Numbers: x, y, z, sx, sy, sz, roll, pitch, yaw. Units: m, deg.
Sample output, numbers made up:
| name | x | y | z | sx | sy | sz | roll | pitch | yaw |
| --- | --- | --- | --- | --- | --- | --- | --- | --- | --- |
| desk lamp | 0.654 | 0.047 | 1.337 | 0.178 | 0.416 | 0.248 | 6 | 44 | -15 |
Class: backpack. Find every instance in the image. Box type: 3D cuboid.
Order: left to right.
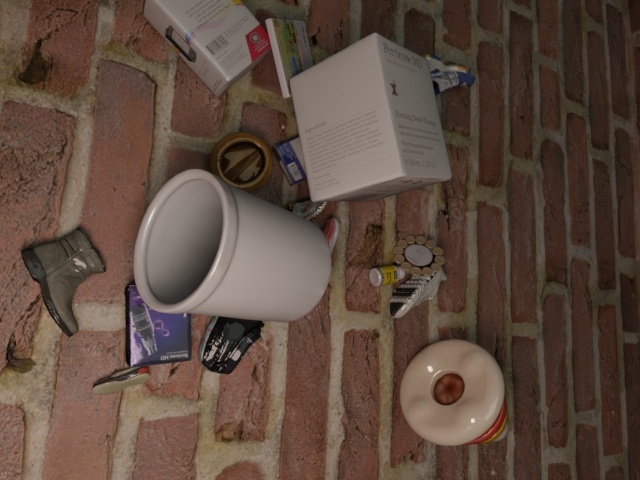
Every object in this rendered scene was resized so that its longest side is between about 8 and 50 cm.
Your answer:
| name | x | y | z | sx | sy | sz | roll | pitch | yaw |
| --- | --- | --- | --- | --- | --- | --- | --- | --- | --- |
| backpack | -0.260 | 0.281 | 1.246 | 0.152 | 0.115 | 0.181 | 27 | 72 | -10 |

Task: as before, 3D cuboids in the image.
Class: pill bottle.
| name | x | y | z | sx | sy | sz | roll | pitch | yaw |
| --- | --- | --- | --- | --- | --- | --- | --- | --- | --- |
| pill bottle | 0.232 | 0.119 | 1.553 | 0.117 | 0.065 | 0.065 | -8 | 87 | -29 |

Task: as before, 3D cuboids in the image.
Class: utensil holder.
| name | x | y | z | sx | sy | sz | roll | pitch | yaw |
| --- | --- | --- | --- | --- | --- | --- | --- | --- | --- |
| utensil holder | -0.202 | 0.040 | 1.126 | 0.386 | 0.328 | 0.327 | 22 | 72 | -49 |

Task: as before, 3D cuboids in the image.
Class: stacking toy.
| name | x | y | z | sx | sy | sz | roll | pitch | yaw |
| --- | --- | --- | --- | --- | --- | --- | --- | --- | --- |
| stacking toy | 0.527 | 0.594 | 1.554 | 0.480 | 0.351 | 0.350 | 46 | 64 | -34 |

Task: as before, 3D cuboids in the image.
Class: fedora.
| name | x | y | z | sx | sy | sz | roll | pitch | yaw |
| --- | --- | --- | --- | --- | --- | --- | --- | --- | --- |
| fedora | -0.239 | -0.228 | 1.344 | 0.195 | 0.079 | 0.194 | 1 | 87 | -23 |

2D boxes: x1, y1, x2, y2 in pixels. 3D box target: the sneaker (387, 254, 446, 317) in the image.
| name | x | y | z | sx | sy | sz | roll | pitch | yaw |
| --- | --- | --- | --- | --- | --- | --- | --- | --- | --- |
| sneaker | 0.353 | 0.180 | 1.592 | 0.292 | 0.110 | 0.118 | -44 | 113 | -25 |

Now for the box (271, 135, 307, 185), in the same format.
| name | x | y | z | sx | sy | sz | roll | pitch | yaw |
| --- | --- | --- | --- | --- | --- | --- | --- | --- | --- |
| box | -0.036 | -0.285 | 1.481 | 0.225 | 0.037 | 0.136 | -30 | 98 | -28 |

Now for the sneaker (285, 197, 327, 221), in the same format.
| name | x | y | z | sx | sy | sz | roll | pitch | yaw |
| --- | --- | --- | --- | --- | --- | --- | --- | --- | --- |
| sneaker | -0.056 | -0.099 | 1.418 | 0.092 | 0.088 | 0.225 | 49 | 65 | -13 |

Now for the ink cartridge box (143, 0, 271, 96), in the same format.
| name | x | y | z | sx | sy | sz | roll | pitch | yaw |
| --- | --- | --- | --- | --- | --- | --- | --- | --- | --- |
| ink cartridge box | -0.323 | -0.623 | 1.323 | 0.306 | 0.131 | 0.226 | 47 | 65 | -14 |

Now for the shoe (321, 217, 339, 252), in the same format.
| name | x | y | z | sx | sy | sz | roll | pitch | yaw |
| --- | --- | --- | --- | --- | --- | --- | --- | --- | --- |
| shoe | 0.000 | 0.000 | 1.447 | 0.081 | 0.064 | 0.177 | 21 | 78 | -29 |

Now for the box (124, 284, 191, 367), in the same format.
| name | x | y | z | sx | sy | sz | roll | pitch | yaw |
| --- | --- | --- | --- | --- | --- | --- | --- | --- | --- |
| box | -0.424 | 0.216 | 1.171 | 0.153 | 0.108 | 0.206 | -1 | 83 | -28 |

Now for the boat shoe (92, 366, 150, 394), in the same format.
| name | x | y | z | sx | sy | sz | roll | pitch | yaw |
| --- | --- | --- | --- | --- | --- | --- | --- | --- | --- |
| boat shoe | -0.509 | 0.354 | 1.147 | 0.137 | 0.049 | 0.043 | -12 | 47 | -26 |

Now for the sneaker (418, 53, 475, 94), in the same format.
| name | x | y | z | sx | sy | sz | roll | pitch | yaw |
| --- | --- | --- | --- | --- | --- | --- | --- | --- | --- |
| sneaker | 0.481 | -0.635 | 1.777 | 0.297 | 0.112 | 0.130 | 6 | 98 | -25 |

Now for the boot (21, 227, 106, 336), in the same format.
| name | x | y | z | sx | sy | sz | roll | pitch | yaw |
| --- | --- | --- | --- | --- | --- | --- | --- | --- | --- |
| boot | -0.607 | 0.100 | 1.111 | 0.161 | 0.084 | 0.246 | -26 | 97 | -34 |

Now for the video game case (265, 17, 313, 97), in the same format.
| name | x | y | z | sx | sy | sz | roll | pitch | yaw |
| --- | --- | --- | --- | --- | --- | --- | --- | --- | --- |
| video game case | -0.085 | -0.577 | 1.418 | 0.206 | 0.026 | 0.226 | -40 | 122 | -55 |

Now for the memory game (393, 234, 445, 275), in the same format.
| name | x | y | z | sx | sy | sz | roll | pitch | yaw |
| --- | --- | --- | --- | --- | --- | --- | --- | --- | --- |
| memory game | 0.349 | 0.054 | 1.590 | 0.187 | 0.012 | 0.186 | 2 | 50 | -2 |

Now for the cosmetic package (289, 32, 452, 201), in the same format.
| name | x | y | z | sx | sy | sz | roll | pitch | yaw |
| --- | --- | --- | --- | --- | --- | --- | --- | --- | --- |
| cosmetic package | 0.154 | -0.340 | 1.374 | 0.330 | 0.328 | 0.392 | -8 | 86 | -51 |
